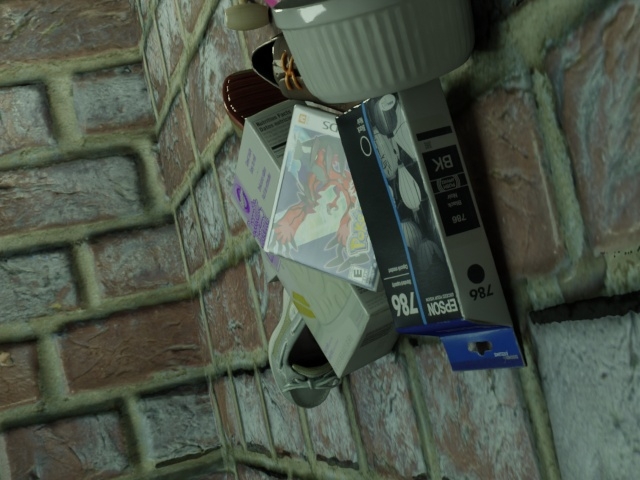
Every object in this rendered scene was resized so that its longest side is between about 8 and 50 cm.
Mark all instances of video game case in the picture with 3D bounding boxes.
[{"bbox_3d":[0.023,-0.056,1.618,0.183,0.023,0.201,19,102,32],"label":"video game case"}]

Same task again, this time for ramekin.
[{"bbox_3d":[0.063,-0.220,1.321,0.207,0.207,0.109,-144,34,-70],"label":"ramekin"}]

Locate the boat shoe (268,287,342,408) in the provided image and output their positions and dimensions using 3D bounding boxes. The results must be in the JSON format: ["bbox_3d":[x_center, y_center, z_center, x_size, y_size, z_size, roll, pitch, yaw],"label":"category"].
[{"bbox_3d":[-0.014,0.172,2.096,0.103,0.118,0.320,-109,22,-46],"label":"boat shoe"}]

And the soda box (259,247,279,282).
[{"bbox_3d":[-0.047,0.018,2.185,0.216,0.074,0.069,140,118,-74],"label":"soda box"}]

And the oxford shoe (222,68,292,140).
[{"bbox_3d":[-0.081,-0.163,2.093,0.348,0.123,0.130,-115,15,-48],"label":"oxford shoe"}]

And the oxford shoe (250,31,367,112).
[{"bbox_3d":[0.016,-0.208,1.622,0.363,0.132,0.130,-153,54,-66],"label":"oxford shoe"}]

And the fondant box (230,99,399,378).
[{"bbox_3d":[0.000,0.000,1.781,0.330,0.096,0.238,59,159,19],"label":"fondant box"}]

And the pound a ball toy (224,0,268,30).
[{"bbox_3d":[-0.199,-0.502,2.266,0.319,0.135,0.208,-128,30,-62],"label":"pound a ball toy"}]

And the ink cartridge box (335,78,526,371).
[{"bbox_3d":[0.118,-0.005,1.424,0.165,0.065,0.333,-21,87,65],"label":"ink cartridge box"}]

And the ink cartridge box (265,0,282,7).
[{"bbox_3d":[-0.081,-0.450,1.821,0.371,0.069,0.176,-124,25,-56],"label":"ink cartridge box"}]

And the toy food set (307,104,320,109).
[{"bbox_3d":[-0.035,-0.182,1.971,0.020,0.083,0.082,62,175,-32],"label":"toy food set"}]
